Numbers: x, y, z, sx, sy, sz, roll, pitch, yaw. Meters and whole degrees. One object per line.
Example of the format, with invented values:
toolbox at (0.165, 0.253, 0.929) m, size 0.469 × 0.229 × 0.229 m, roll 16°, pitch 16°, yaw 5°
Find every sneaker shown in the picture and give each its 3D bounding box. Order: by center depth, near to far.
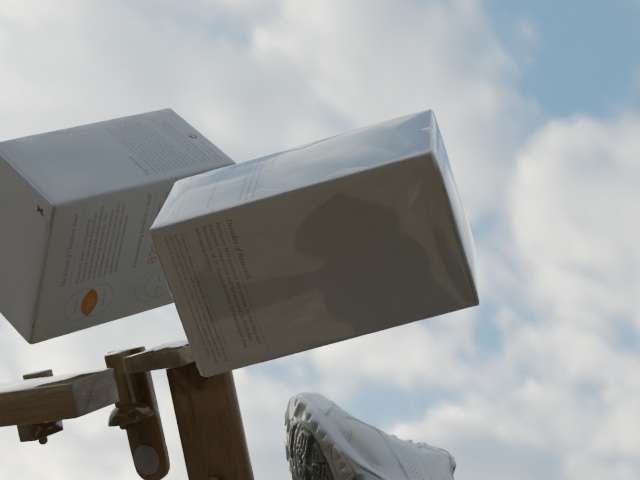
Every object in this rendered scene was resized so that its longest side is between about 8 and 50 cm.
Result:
sneaker at (0.059, 0.208, 1.367) m, size 0.115 × 0.232 × 0.090 m, roll -15°, pitch -49°, yaw -36°

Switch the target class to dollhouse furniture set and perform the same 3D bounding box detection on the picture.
dollhouse furniture set at (-0.156, 0.151, 1.130) m, size 0.144 × 0.123 × 0.151 m, roll -10°, pitch 3°, yaw 30°

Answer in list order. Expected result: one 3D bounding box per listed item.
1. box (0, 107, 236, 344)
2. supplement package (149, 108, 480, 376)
box at (-0.167, -0.014, 1.190) m, size 0.170 × 0.091 × 0.130 m, roll -15°, pitch -47°, yaw -40°
supplement package at (0.000, 0.000, 0.967) m, size 0.179 × 0.105 × 0.105 m, roll -15°, pitch -73°, yaw 10°
